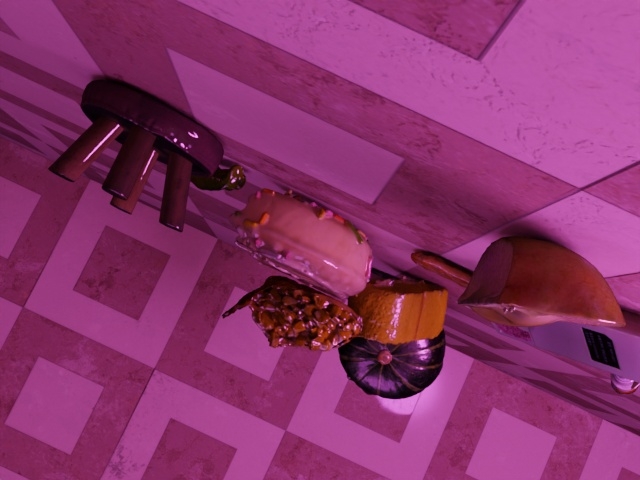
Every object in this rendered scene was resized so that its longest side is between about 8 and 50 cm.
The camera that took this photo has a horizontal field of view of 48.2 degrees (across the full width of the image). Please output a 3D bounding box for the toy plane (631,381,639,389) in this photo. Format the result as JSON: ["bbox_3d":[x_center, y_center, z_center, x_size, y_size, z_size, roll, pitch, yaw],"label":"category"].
[{"bbox_3d":[0.626,0.238,1.234,0.229,0.092,0.244,44,164,-17],"label":"toy plane"}]

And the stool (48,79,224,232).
[{"bbox_3d":[-0.328,-0.148,1.288,0.272,0.178,0.272,24,171,4],"label":"stool"}]

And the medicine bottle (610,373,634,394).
[{"bbox_3d":[0.691,0.302,1.585,0.092,0.061,0.221,-5,160,22],"label":"medicine bottle"}]

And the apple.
[{"bbox_3d":[0.307,0.064,0.972,0.193,0.120,0.265,12,175,1],"label":"apple"}]

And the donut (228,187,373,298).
[{"bbox_3d":[-0.030,0.010,1.524,0.307,0.150,0.371,26,173,3],"label":"donut"}]

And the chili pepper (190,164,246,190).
[{"bbox_3d":[-0.232,-0.139,1.480,0.204,0.073,0.072,20,-175,40],"label":"chili pepper"}]

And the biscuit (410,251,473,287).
[{"bbox_3d":[0.293,0.083,1.441,0.247,0.029,0.118,25,173,-1],"label":"biscuit"}]

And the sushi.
[{"bbox_3d":[-0.056,0.170,1.625,0.296,0.166,0.179,28,-157,4],"label":"sushi"}]

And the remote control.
[{"bbox_3d":[0.434,0.151,1.236,0.344,0.050,0.145,18,147,45],"label":"remote control"}]

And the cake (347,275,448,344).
[{"bbox_3d":[0.179,0.161,1.727,0.179,0.156,0.261,17,-171,42],"label":"cake"}]

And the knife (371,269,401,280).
[{"bbox_3d":[0.157,0.091,1.984,0.245,0.019,0.072,24,177,26],"label":"knife"}]

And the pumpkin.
[{"bbox_3d":[0.202,0.292,2.040,0.323,0.323,0.241,23,-165,18],"label":"pumpkin"}]
